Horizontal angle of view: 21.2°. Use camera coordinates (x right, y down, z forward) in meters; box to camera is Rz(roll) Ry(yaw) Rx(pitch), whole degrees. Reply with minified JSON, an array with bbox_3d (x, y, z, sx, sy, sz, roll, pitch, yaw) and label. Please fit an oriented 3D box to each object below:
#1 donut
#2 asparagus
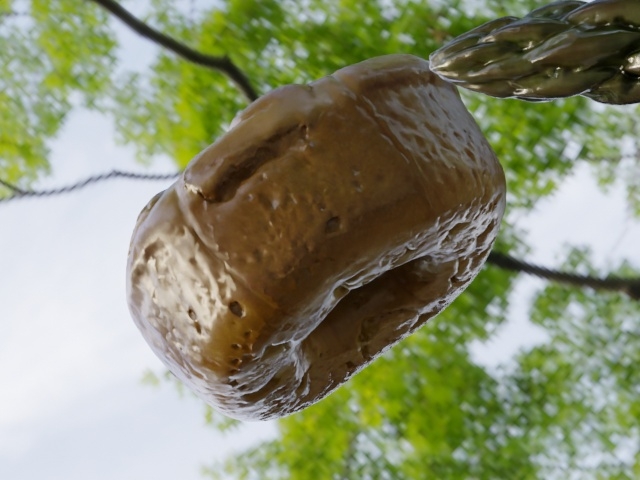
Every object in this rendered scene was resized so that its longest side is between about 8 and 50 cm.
[{"bbox_3d":[-0.001,0.000,0.935,0.226,0.114,0.226,-31,-21,-13],"label":"donut"},{"bbox_3d":[0.130,-0.053,0.348,0.034,0.236,0.027,14,-108,-54],"label":"asparagus"}]
